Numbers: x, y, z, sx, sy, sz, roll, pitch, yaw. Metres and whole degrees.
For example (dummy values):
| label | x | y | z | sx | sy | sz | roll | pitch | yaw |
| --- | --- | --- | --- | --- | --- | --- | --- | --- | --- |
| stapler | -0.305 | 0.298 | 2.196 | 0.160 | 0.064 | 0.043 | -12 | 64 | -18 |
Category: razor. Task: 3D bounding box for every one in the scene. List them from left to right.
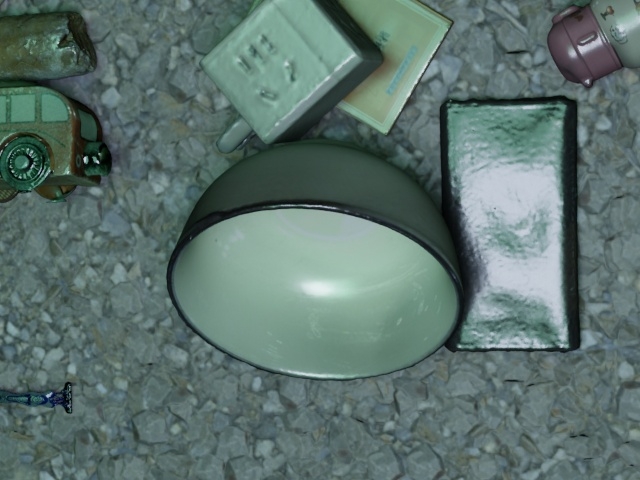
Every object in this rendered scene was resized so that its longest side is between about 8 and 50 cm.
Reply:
| label | x | y | z | sx | sy | sz | roll | pitch | yaw |
| --- | --- | --- | --- | --- | --- | --- | --- | --- | --- |
| razor | -0.417 | 0.214 | 2.011 | 0.155 | 0.028 | 0.044 | 2 | 96 | 13 |

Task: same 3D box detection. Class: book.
| label | x | y | z | sx | sy | sz | roll | pitch | yaw |
| --- | --- | --- | --- | --- | --- | --- | --- | --- | --- |
| book | 0.025 | -0.265 | 1.863 | 0.242 | 0.018 | 0.170 | 32 | 102 | 9 |

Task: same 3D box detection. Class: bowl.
| label | x | y | z | sx | sy | sz | roll | pitch | yaw |
| --- | --- | --- | --- | --- | --- | --- | --- | --- | --- |
| bowl | 0.000 | 0.000 | 1.776 | 0.354 | 0.354 | 0.185 | -5 | 50 | 14 |

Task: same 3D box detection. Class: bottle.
| label | x | y | z | sx | sy | sz | roll | pitch | yaw |
| --- | --- | --- | --- | --- | --- | --- | --- | --- | --- |
| bottle | 0.382 | -0.266 | 1.730 | 0.233 | 0.110 | 0.110 | -26 | 89 | 15 |

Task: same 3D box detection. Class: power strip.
| label | x | y | z | sx | sy | sz | roll | pitch | yaw |
| --- | --- | --- | --- | --- | --- | --- | --- | --- | --- |
| power strip | -0.055 | -0.203 | 1.808 | 0.224 | 0.139 | 0.140 | -41 | 86 | 15 |

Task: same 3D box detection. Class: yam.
| label | x | y | z | sx | sy | sz | roll | pitch | yaw |
| --- | --- | --- | --- | --- | --- | --- | --- | --- | --- |
| yam | -0.427 | -0.252 | 1.937 | 0.259 | 0.093 | 0.093 | -3 | 95 | 14 |

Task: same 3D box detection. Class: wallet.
| label | x | y | z | sx | sy | sz | roll | pitch | yaw |
| --- | --- | --- | --- | --- | --- | --- | --- | --- | --- |
| wallet | 0.237 | -0.019 | 1.825 | 0.170 | 0.044 | 0.321 | -1 | 92 | 13 |

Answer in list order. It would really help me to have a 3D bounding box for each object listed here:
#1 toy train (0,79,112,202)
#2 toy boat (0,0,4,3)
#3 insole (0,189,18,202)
| label | x | y | z | sx | sy | sz | roll | pitch | yaw |
| --- | --- | --- | --- | --- | --- | --- | --- | --- | --- |
| toy train | -0.433 | -0.127 | 1.928 | 0.326 | 0.129 | 0.159 | -2 | 87 | 12 |
| toy boat | -0.453 | -0.468 | 1.906 | 0.215 | 0.123 | 0.330 | 31 | 103 | 10 |
| insole | -0.508 | -0.146 | 2.009 | 0.253 | 0.005 | 0.086 | 38 | 103 | 7 |
